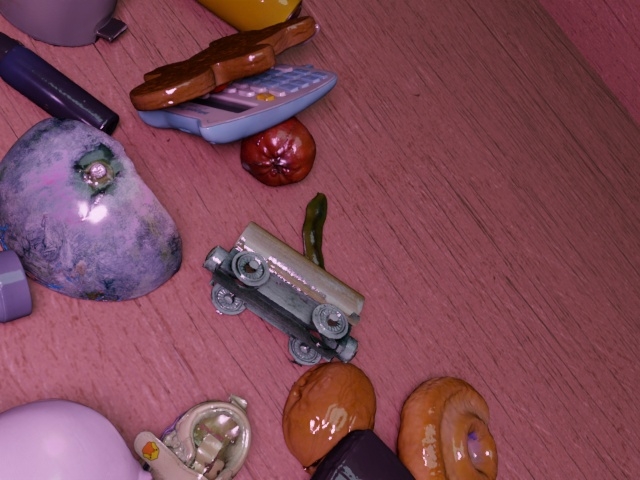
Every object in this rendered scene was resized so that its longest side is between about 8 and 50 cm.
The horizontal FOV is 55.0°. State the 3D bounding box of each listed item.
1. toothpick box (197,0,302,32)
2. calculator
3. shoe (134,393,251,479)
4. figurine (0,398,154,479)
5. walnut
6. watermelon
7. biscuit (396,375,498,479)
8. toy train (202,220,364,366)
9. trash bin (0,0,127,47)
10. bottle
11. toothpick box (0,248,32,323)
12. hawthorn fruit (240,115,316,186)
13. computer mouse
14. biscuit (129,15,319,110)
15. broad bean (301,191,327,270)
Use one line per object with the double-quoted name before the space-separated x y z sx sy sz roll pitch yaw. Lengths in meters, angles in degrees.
"toothpick box" -0.172 -0.558 1.351 0.271 0.175 0.175 36 51 -13
"calculator" -0.140 -0.281 1.196 0.256 0.054 0.386 20 42 35
"shoe" -0.197 0.323 0.865 0.140 0.128 0.262 33 47 7
"figurine" -0.288 0.340 0.690 0.253 0.211 0.361 -22 56 -27
"walnut" 0.030 0.287 1.034 0.167 0.087 0.211 29 52 -9
"watermelon" -0.361 -0.039 0.929 0.322 0.175 0.188 38 50 -5
"biscuit" 0.231 0.373 1.090 0.213 0.091 0.274 21 57 -36
"toy train" -0.049 0.084 1.068 0.308 0.126 0.189 34 52 -4
"trash bin" -0.455 -0.516 1.092 0.277 0.262 0.217 34 51 -11
"bottle" -0.467 -0.264 1.061 0.244 0.072 0.082 36 45 -9
"toothpick box" -0.487 0.076 0.833 0.153 0.101 0.101 -16 72 -36
"hawthorn fruit" -0.082 -0.189 1.216 0.148 0.148 0.172 22 38 -19
"computer mouse" 0.094 0.430 0.935 0.269 0.100 0.170 55 52 -17
"biscuit" -0.194 -0.318 1.156 0.432 0.283 0.064 -55 135 -50
"broad bean" -0.005 0.000 1.211 0.069 0.039 0.226 4 62 -22
